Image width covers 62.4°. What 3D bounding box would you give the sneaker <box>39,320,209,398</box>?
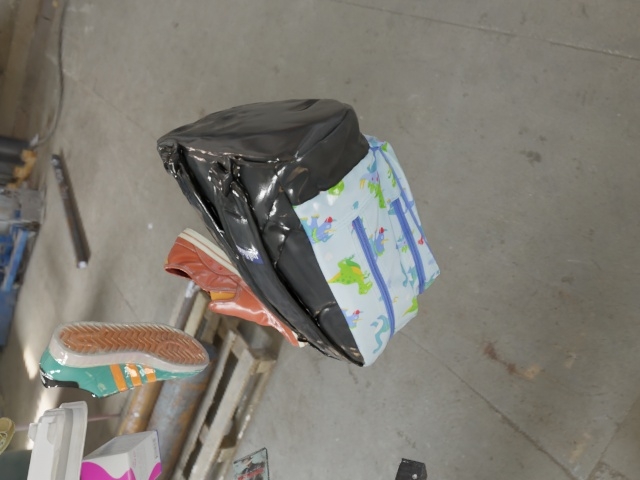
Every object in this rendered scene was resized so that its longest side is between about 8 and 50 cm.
[{"bbox_3d":[-0.359,0.226,0.983,0.121,0.302,0.108,-53,44,22],"label":"sneaker"}]

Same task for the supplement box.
[{"bbox_3d":[-0.466,0.537,1.254,0.220,0.113,0.111,100,161,-82],"label":"supplement box"}]

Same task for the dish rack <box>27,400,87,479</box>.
[{"bbox_3d":[-0.592,0.498,1.150,0.332,0.072,0.286,-25,58,50],"label":"dish rack"}]

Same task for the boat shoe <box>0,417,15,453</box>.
[{"bbox_3d":[-0.624,0.379,0.973,0.056,0.153,0.048,29,117,4],"label":"boat shoe"}]

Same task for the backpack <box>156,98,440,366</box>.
[{"bbox_3d":[0.000,0.000,0.669,0.290,0.273,0.356,14,129,48],"label":"backpack"}]

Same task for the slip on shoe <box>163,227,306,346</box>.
[{"bbox_3d":[-0.160,0.104,1.001,0.331,0.123,0.101,34,75,14],"label":"slip on shoe"}]

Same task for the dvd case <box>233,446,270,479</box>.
[{"bbox_3d":[-0.153,0.525,1.171,0.087,0.013,0.119,-27,28,6],"label":"dvd case"}]

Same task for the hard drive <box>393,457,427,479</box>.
[{"bbox_3d":[0.162,0.664,1.086,0.064,0.339,0.237,2,129,25],"label":"hard drive"}]
